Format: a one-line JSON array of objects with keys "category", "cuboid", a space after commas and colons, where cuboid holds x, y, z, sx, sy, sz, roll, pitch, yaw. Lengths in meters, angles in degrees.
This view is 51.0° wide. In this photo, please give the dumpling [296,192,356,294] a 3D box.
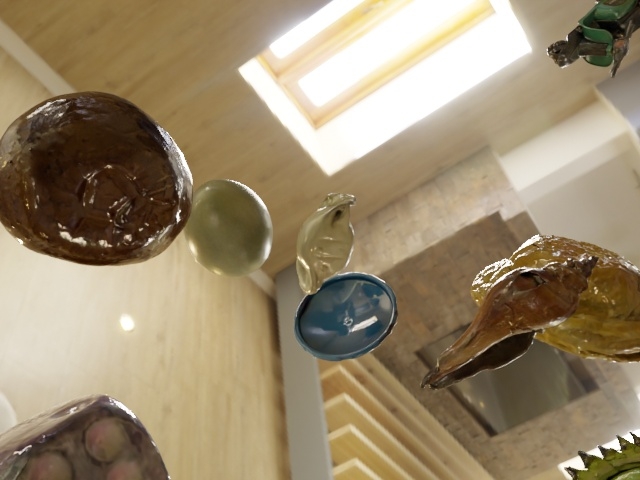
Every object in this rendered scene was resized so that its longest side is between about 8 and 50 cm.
[{"category": "dumpling", "cuboid": [-0.002, 0.002, 1.166, 0.134, 0.100, 0.169, -154, 64, -65]}]

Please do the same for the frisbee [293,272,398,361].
[{"category": "frisbee", "cuboid": [0.057, 0.174, 1.501, 0.242, 0.242, 0.045, -102, -7, -48]}]

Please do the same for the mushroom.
[{"category": "mushroom", "cuboid": [-0.252, -0.065, 0.770, 0.231, 0.194, 0.138, 0, -156, -31]}]

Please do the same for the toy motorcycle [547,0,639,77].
[{"category": "toy motorcycle", "cuboid": [0.375, -0.271, 0.862, 0.100, 0.173, 0.058, 33, 155, 47]}]

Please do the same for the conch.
[{"category": "conch", "cuboid": [0.212, 0.088, 0.765, 0.086, 0.233, 0.080, 28, -148, -34]}]

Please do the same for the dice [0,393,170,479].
[{"category": "dice", "cuboid": [-0.429, 0.428, 1.104, 0.270, 0.271, 0.270, -29, -84, -48]}]

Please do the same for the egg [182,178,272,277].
[{"category": "egg", "cuboid": [-0.198, -0.025, 1.434, 0.253, 0.187, 0.186, 75, 177, -53]}]

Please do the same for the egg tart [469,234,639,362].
[{"category": "egg tart", "cuboid": [0.396, 0.071, 1.050, 0.319, 0.319, 0.128, -63, -19, -71]}]

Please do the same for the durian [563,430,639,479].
[{"category": "durian", "cuboid": [0.281, 0.275, 0.564, 0.352, 0.169, 0.158, -34, -70, -38]}]
